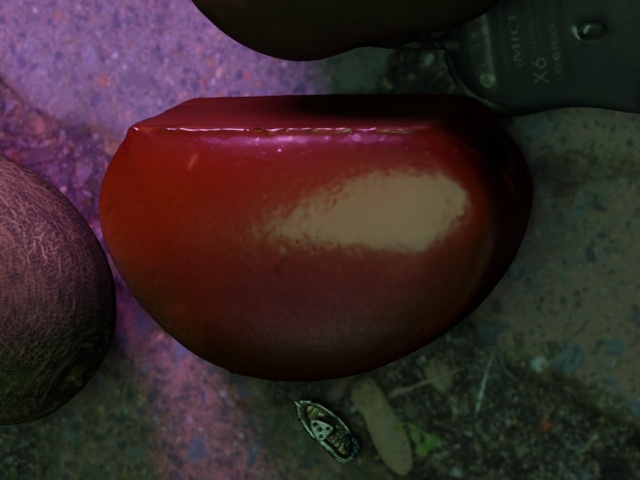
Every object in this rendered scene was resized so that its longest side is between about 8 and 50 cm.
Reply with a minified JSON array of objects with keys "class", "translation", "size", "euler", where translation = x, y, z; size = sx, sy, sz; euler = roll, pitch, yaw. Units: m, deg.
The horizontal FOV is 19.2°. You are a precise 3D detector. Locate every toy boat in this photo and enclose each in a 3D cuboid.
[{"class":"toy boat","translation":[0.004,0.187,1.881],"size":[0.083,0.038,0.038],"euler":[43,106,7]}]

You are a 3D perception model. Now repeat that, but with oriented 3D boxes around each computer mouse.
[{"class":"computer mouse","translation":[0.217,-0.199,1.748],"size":[0.379,0.090,0.167],"euler":[1,102,30]}]

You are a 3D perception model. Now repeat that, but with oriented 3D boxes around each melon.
[{"class":"melon","translation":[-0.349,0.034,1.865],"size":[0.329,0.248,0.248],"euler":[39,106,13]}]

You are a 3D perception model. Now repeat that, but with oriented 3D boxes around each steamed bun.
[{"class":"steamed bun","translation":[0.000,0.000,1.754],"size":[0.379,0.235,0.248],"euler":[2,104,18]}]

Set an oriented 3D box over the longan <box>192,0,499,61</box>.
[{"class":"longan","translation":[0.027,-0.319,1.664],"size":[0.361,0.361,0.361],"euler":[2,97,17]}]
